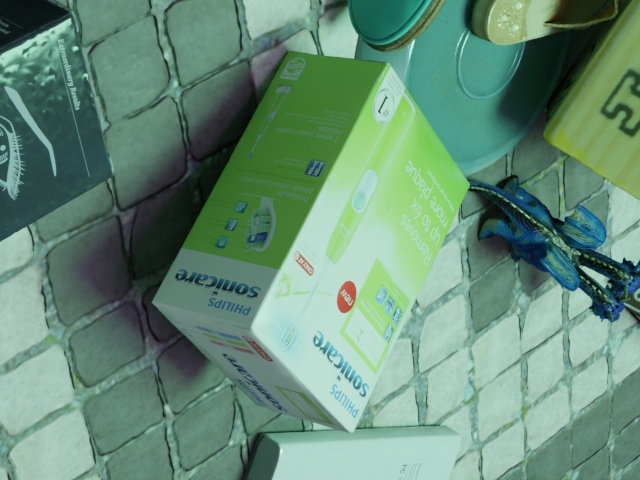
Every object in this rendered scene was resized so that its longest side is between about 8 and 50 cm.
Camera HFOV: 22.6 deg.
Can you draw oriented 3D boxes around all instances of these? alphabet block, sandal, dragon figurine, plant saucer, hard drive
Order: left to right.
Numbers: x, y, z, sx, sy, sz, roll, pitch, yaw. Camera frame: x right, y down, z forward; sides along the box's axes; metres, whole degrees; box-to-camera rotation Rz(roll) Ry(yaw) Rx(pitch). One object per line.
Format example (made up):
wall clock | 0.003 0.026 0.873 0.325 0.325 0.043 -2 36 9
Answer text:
hard drive | 0.022 0.307 1.783 0.307 0.040 0.203 5 108 -47
plant saucer | 0.163 -0.198 1.640 0.318 0.044 0.317 -23 127 -35
dragon figurine | 0.259 -0.001 1.773 0.085 0.144 0.289 -57 140 -5
sandal | 0.263 -0.240 1.624 0.240 0.079 0.088 -23 127 -36
alphabet block | 0.367 -0.157 1.684 0.197 0.193 0.192 -58 179 20

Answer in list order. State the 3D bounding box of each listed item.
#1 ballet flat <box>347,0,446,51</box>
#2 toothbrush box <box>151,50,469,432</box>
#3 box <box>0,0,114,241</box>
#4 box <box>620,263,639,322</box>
ballet flat | 0.108 -0.343 1.467 0.124 0.116 0.342 -23 125 -58
toothbrush box | 0.000 0.000 1.477 0.283 0.122 0.206 -62 141 -20
box | -0.277 -0.081 1.200 0.207 0.108 0.153 -33 132 -30
box | 0.570 -0.019 2.091 0.381 0.143 0.191 -59 140 -5
